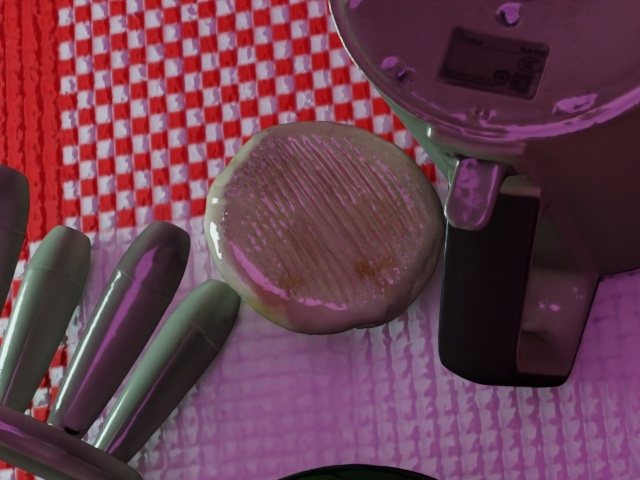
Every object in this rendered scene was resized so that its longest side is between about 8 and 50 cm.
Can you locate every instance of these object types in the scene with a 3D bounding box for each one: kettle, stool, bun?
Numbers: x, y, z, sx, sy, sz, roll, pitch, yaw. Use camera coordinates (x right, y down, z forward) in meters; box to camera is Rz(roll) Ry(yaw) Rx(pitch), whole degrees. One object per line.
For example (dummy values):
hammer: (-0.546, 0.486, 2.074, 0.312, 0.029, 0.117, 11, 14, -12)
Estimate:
kettle: (0.156, -0.075, 1.296, 0.250, 0.376, 0.361, 9, 76, 17)
stool: (-0.191, 0.077, 1.448, 0.195, 0.195, 0.198, 18, 74, 19)
bun: (0.000, 0.000, 1.457, 0.183, 0.102, 0.183, 2, 63, -4)

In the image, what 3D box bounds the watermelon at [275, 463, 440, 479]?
watermelon: (0.018, 0.321, 1.243, 0.363, 0.363, 0.363, -4, 73, 14)
